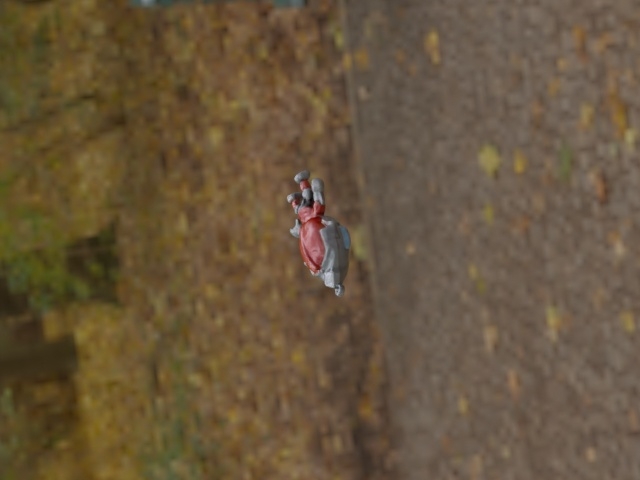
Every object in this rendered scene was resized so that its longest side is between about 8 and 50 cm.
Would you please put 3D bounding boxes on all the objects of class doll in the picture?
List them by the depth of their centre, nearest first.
[{"bbox_3d":[0.001,0.000,1.470,0.057,0.039,0.114,-40,52,24],"label":"doll"}]
